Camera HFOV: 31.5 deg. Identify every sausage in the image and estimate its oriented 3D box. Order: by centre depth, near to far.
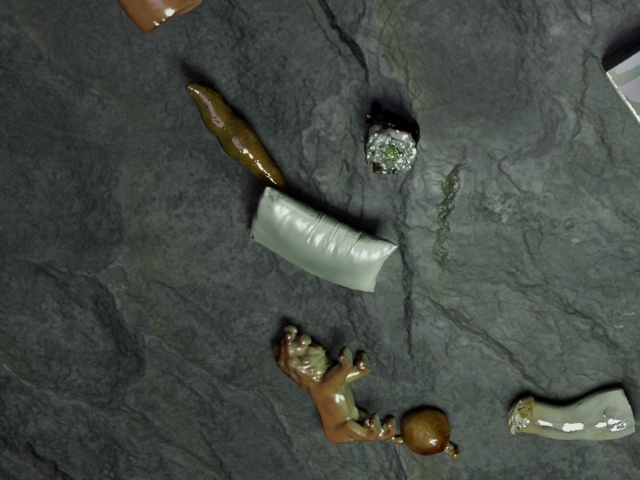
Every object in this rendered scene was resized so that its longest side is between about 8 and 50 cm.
[{"bbox_3d":[-0.314,-0.469,1.763,0.121,0.121,0.304,-31,104,19],"label":"sausage"}]

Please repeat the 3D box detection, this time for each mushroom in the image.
[{"bbox_3d":[0.446,0.315,2.021,0.223,0.081,0.092,-4,131,12],"label":"mushroom"},{"bbox_3d":[0.212,0.361,2.078,0.130,0.073,0.088,35,78,-12],"label":"mushroom"}]

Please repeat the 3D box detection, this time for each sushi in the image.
[{"bbox_3d":[0.116,-0.164,1.855,0.094,0.084,0.098,10,117,1],"label":"sushi"}]

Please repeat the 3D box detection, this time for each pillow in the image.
[{"bbox_3d":[0.001,0.000,1.936,0.254,0.078,0.144,26,137,-3],"label":"pillow"}]

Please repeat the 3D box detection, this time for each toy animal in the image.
[{"bbox_3d":[0.025,0.279,2.066,0.158,0.097,0.312,-14,114,27],"label":"toy animal"}]

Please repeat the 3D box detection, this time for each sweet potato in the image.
[{"bbox_3d":[-0.133,-0.161,1.904,0.067,0.067,0.274,-32,111,19],"label":"sweet potato"}]

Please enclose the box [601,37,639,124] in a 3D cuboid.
[{"bbox_3d":[0.571,-0.219,1.777,0.155,0.067,0.243,-32,106,18],"label":"box"}]
